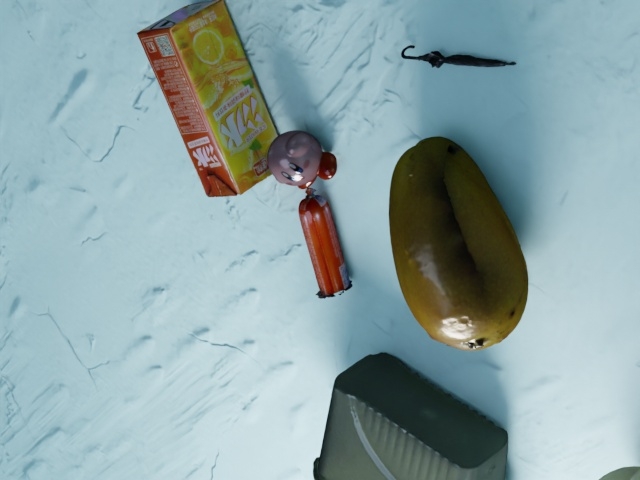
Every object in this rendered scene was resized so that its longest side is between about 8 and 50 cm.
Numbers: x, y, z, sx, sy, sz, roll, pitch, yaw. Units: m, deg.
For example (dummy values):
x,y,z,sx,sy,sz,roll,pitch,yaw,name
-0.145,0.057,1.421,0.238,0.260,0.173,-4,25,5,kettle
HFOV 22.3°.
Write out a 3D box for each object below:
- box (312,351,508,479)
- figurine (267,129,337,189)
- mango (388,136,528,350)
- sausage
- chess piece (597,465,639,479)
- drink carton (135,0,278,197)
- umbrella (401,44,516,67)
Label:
x,y,z,sx,sy,sz,roll,pitch,yaw,name
0.121,0.280,2.031,0.274,0.138,0.178,30,133,29,box
-0.030,-0.097,1.945,0.083,0.071,0.067,-39,43,43,figurine
0.143,0.003,1.767,0.136,0.166,0.236,-19,82,11,mango
0.000,0.000,2.008,0.048,0.050,0.145,-103,-2,-63,sausage
0.390,0.291,1.720,0.167,0.167,0.299,58,148,-5,chess piece
-0.128,-0.171,1.970,0.071,0.096,0.223,-1,118,49,drink carton
0.143,-0.189,1.714,0.148,0.022,0.022,16,156,41,umbrella
